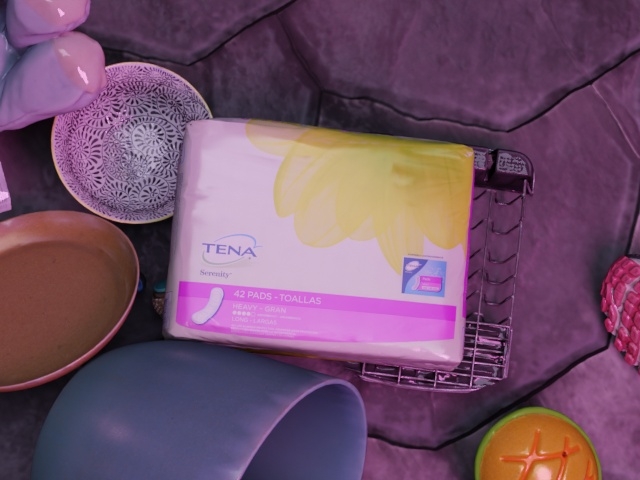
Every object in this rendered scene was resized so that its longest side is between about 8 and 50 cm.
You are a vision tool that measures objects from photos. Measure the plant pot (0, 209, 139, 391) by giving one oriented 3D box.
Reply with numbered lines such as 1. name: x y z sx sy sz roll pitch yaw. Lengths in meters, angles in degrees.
1. plant pot: -0.287 0.063 1.749 0.236 0.032 0.236 -9 44 9

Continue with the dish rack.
1. dish rack: 0.113 0.022 1.855 0.208 0.074 0.272 7 78 1

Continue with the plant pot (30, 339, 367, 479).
1. plant pot: -0.129 0.226 1.691 0.235 0.293 0.293 21 76 24

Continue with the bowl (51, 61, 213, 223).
1. bowl: -0.195 -0.094 1.855 0.170 0.080 0.170 2 81 -10

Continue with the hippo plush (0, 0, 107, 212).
1. hippo plush: -0.312 -0.204 1.798 0.234 0.236 0.294 0 114 7

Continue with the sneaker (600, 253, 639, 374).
1. sneaker: 0.421 0.112 1.836 0.299 0.121 0.112 36 49 7

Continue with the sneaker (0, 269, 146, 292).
1. sneaker: -0.257 0.060 1.839 0.162 0.063 0.073 -9 87 4

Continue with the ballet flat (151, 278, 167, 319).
1. ballet flat: -0.072 0.042 1.851 0.206 0.073 0.067 -21 106 -5

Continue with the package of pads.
1. package of pads: 0.000 0.000 1.766 0.296 0.101 0.229 5 80 -2

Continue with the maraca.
1. maraca: 0.229 0.250 1.795 0.127 0.099 0.186 -36 106 -2
